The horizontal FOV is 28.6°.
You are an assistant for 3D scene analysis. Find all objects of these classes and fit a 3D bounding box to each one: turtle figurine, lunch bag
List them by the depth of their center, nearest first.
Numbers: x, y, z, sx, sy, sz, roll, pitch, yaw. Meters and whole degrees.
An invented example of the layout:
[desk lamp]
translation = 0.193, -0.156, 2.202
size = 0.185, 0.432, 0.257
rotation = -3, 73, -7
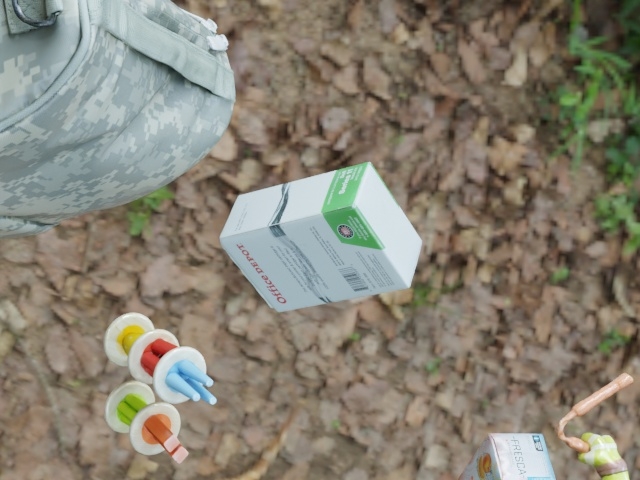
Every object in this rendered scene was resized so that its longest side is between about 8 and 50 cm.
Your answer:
[lunch bag]
translation = -0.218, -0.116, 0.881
size = 0.305, 0.256, 0.212
rotation = 18, 67, -76
[turtle figurine]
translation = 0.217, 0.259, 1.022
size = 0.269, 0.087, 0.217
rotation = -55, 143, -28

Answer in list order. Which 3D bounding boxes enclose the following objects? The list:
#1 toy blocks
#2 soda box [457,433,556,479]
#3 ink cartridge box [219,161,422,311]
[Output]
[toy blocks]
translation = -0.139, 0.144, 1.125
size = 0.054, 0.148, 0.123
rotation = -9, 110, -33
[soda box]
translation = 0.174, 0.269, 1.288
size = 0.063, 0.183, 0.058
rotation = 3, 50, -17
[ink cartridge box]
translation = 0.000, 0.000, 1.599
size = 0.153, 0.208, 0.087
rotation = 55, 38, -33
